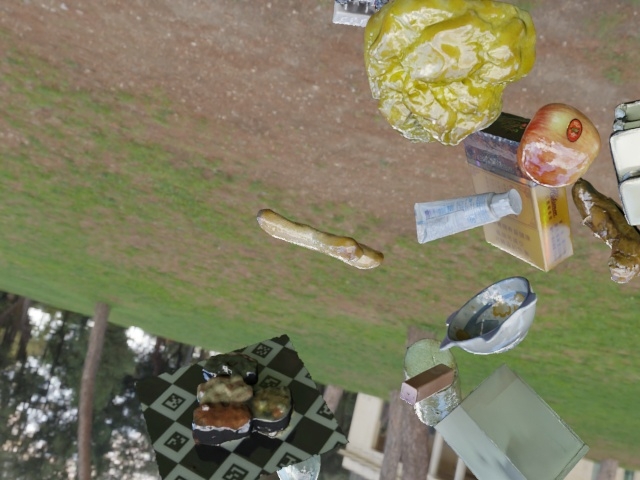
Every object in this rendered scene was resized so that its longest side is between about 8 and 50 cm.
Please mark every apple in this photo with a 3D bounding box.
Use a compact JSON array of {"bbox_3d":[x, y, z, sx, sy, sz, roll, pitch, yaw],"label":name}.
[{"bbox_3d":[0.422,-0.164,1.093,0.131,0.146,0.146,29,173,11],"label":"apple"}]

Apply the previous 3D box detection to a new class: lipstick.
[{"bbox_3d":[0.245,0.327,1.407,0.145,0.045,0.045,-12,-156,-43],"label":"lipstick"}]

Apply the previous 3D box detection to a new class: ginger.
[{"bbox_3d":[0.763,-0.026,1.618,0.133,0.309,0.107,-1,140,-11],"label":"ginger"}]

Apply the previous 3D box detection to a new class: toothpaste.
[{"bbox_3d":[0.372,-0.071,1.605,0.073,0.113,0.299,2,170,-44],"label":"toothpaste"}]

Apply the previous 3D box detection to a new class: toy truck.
[{"bbox_3d":[0.109,-0.630,1.456,0.137,0.111,0.286,4,158,-12],"label":"toy truck"}]

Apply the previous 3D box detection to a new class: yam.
[{"bbox_3d":[0.342,0.436,1.865,0.168,0.168,0.304,10,146,22],"label":"yam"}]

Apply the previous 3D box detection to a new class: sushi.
[{"bbox_3d":[-0.112,0.210,0.810,0.232,0.047,0.219,-16,-142,-19],"label":"sushi"}]

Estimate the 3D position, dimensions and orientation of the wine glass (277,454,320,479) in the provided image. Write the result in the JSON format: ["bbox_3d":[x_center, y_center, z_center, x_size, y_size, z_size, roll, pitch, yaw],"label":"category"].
[{"bbox_3d":[-0.045,0.458,1.254,0.093,0.202,0.093,-4,152,-2],"label":"wine glass"}]

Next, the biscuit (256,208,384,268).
[{"bbox_3d":[0.000,0.000,1.125,0.208,0.047,0.164,20,180,27],"label":"biscuit"}]

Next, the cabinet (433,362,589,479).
[{"bbox_3d":[0.352,0.368,1.156,0.206,0.150,0.145,48,150,19],"label":"cabinet"}]

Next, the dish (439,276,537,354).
[{"bbox_3d":[0.360,0.181,1.273,0.086,0.228,0.236,50,171,-7],"label":"dish"}]

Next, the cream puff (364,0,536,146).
[{"bbox_3d":[0.232,-0.306,1.158,0.325,0.256,0.291,12,-166,41],"label":"cream puff"}]

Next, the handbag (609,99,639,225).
[{"bbox_3d":[0.748,-0.158,1.138,0.359,0.160,0.236,-8,122,33],"label":"handbag"}]

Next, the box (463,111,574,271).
[{"bbox_3d":[0.541,-0.142,1.692,0.264,0.116,0.415,39,155,56],"label":"box"}]
